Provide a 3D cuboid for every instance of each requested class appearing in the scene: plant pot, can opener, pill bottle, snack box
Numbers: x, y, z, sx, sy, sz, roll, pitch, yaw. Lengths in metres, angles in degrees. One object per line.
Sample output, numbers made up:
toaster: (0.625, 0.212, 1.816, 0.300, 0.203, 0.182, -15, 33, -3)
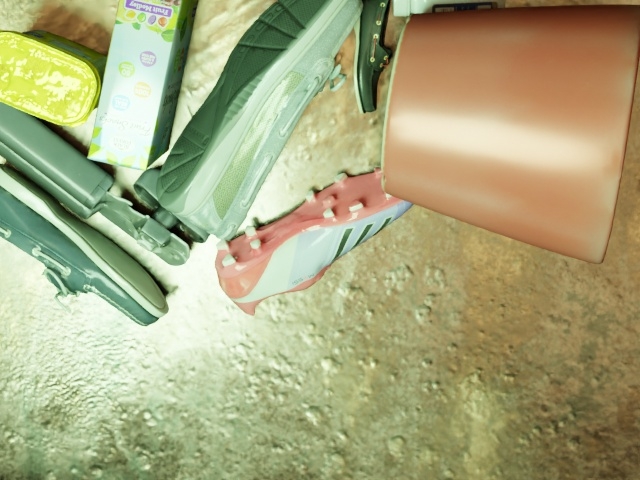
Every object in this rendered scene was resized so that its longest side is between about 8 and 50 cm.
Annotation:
plant pot: (0.199, -0.125, 1.632, 0.243, 0.275, 0.275, 9, 100, 8)
can opener: (-0.249, -0.075, 1.743, 0.283, 0.076, 0.095, 38, 66, -5)
pill bottle: (0.139, -0.271, 1.692, 0.120, 0.067, 0.067, -2, 100, 1)
snack box: (-0.184, -0.189, 1.657, 0.070, 0.174, 0.207, 14, 101, 0)

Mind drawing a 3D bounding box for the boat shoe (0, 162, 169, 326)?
boat shoe: (-0.284, 0.019, 1.735, 0.254, 0.095, 0.079, 39, 97, -4)

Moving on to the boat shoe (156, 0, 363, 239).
boat shoe: (-0.053, -0.150, 1.697, 0.103, 0.118, 0.320, 33, 92, -31)

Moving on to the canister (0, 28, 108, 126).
canister: (-0.288, -0.178, 1.663, 0.126, 0.170, 0.073, 22, 99, -3)

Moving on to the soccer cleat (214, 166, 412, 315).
soccer cleat: (0.000, 0.000, 1.745, 0.248, 0.083, 0.095, -25, 126, 1)

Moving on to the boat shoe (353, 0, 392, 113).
boat shoe: (0.058, -0.206, 1.714, 0.042, 0.049, 0.133, 2, 95, 9)
